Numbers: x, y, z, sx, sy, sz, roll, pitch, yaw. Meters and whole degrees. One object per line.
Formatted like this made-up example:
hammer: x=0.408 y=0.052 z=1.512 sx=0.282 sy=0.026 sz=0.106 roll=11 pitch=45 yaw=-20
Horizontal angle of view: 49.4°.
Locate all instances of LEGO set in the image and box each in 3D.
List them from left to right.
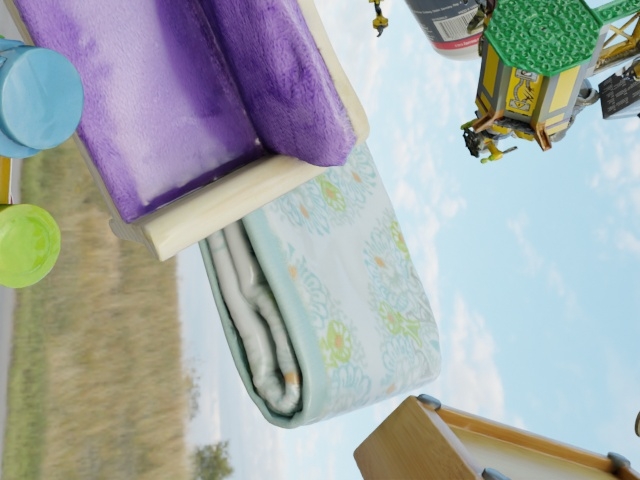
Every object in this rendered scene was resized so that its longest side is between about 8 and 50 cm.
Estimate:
LEGO set: x=0.159 y=-0.188 z=0.516 sx=0.331 sy=0.254 sz=0.192 roll=57 pitch=-8 yaw=26

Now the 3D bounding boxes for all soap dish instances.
soap dish: x=0.190 y=0.243 z=0.591 sx=0.229 sy=0.290 sz=0.118 roll=-140 pitch=-110 yaw=-79

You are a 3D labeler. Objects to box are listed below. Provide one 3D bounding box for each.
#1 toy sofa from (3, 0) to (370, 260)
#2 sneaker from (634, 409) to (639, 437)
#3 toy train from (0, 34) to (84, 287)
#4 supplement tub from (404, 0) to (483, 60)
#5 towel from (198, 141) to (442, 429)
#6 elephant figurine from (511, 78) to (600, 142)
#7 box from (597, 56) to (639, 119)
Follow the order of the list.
toy sofa: x=-0.125 y=-0.180 z=0.446 sx=0.177 sy=0.150 sz=0.363 roll=8 pitch=-56 yaw=59
sneaker: x=0.338 y=0.133 z=0.506 sx=0.086 sy=0.192 sz=0.064 roll=-120 pitch=-165 yaw=-60
toy train: x=-0.211 y=-0.004 z=0.416 sx=0.143 sy=0.105 sz=0.248 roll=17 pitch=-74 yaw=33
supplement tub: x=0.169 y=-0.384 z=0.877 sx=0.272 sy=0.191 sz=0.191 roll=48 pitch=11 yaw=-33
towel: x=0.000 y=0.000 z=0.778 sx=0.090 sy=0.320 sz=0.375 roll=-27 pitch=-106 yaw=31
elephant figurine: x=0.452 y=-0.278 z=1.329 sx=0.169 sy=0.239 sz=0.186 roll=-133 pitch=-131 yaw=-77
box: x=0.640 y=-0.281 z=1.152 sx=0.307 sy=0.242 sz=0.077 roll=95 pitch=-12 yaw=-87
